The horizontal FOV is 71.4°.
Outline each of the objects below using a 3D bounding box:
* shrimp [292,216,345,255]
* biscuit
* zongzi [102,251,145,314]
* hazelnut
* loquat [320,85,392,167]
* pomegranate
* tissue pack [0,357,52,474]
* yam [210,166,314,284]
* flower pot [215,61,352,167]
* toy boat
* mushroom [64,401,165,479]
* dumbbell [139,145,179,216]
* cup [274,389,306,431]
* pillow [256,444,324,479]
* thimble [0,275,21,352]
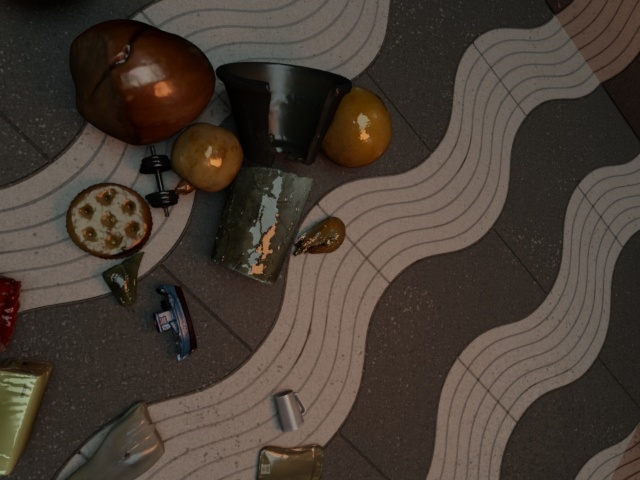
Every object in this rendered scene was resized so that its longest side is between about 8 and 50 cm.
[{"bbox_3d":[0.001,0.000,1.492,0.217,0.051,0.115,-32,100,-24],"label":"shrimp"},{"bbox_3d":[-0.584,-0.054,1.246,0.221,0.066,0.220,2,86,-23],"label":"biscuit"},{"bbox_3d":[-0.523,0.126,1.267,0.130,0.062,0.154,-35,105,-33],"label":"zongzi"},{"bbox_3d":[-0.469,-0.427,1.192,0.373,0.315,0.372,6,53,-8],"label":"hazelnut"},{"bbox_3d":[0.110,-0.370,1.455,0.263,0.263,0.263,2,85,-22],"label":"loquat"},{"bbox_3d":[-0.322,-0.234,1.268,0.207,0.207,0.207,2,85,-22],"label":"pomegranate"},{"bbox_3d":[-0.760,0.418,1.083,0.125,0.159,0.234,16,79,-21],"label":"tissue pack"},{"bbox_3d":[-0.177,-0.056,1.339,0.241,0.241,0.348,21,81,-20],"label":"yam"},{"bbox_3d":[-0.114,-0.370,1.309,0.379,0.379,0.251,-8,124,-23],"label":"flower pot"},{"bbox_3d":[-0.423,0.234,1.268,0.097,0.100,0.223,-16,90,-32],"label":"toy boat"},{"bbox_3d":[-0.572,0.600,1.183,0.329,0.122,0.159,-37,63,-22],"label":"mushroom"},{"bbox_3d":[-0.464,-0.171,1.287,0.099,0.099,0.208,-12,91,-23],"label":"dumbbell"},{"bbox_3d":[-0.090,0.531,1.405,0.104,0.074,0.116,-13,85,-47],"label":"cup"},{"bbox_3d":[-0.091,0.712,1.401,0.218,0.033,0.130,7,86,-22],"label":"pillow"},{"bbox_3d":[-0.817,0.181,1.075,0.125,0.163,0.189,9,97,-21],"label":"thimble"}]
